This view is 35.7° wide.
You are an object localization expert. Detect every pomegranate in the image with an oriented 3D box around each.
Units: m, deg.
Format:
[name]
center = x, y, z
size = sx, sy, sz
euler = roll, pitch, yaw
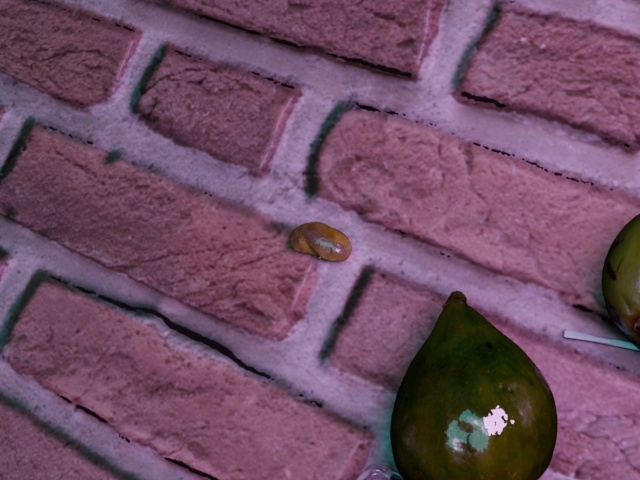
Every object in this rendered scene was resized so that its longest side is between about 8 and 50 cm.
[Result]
[pomegranate]
center = 0.421, 0.030, 1.083
size = 0.247, 0.202, 0.202
euler = -34, 61, -24

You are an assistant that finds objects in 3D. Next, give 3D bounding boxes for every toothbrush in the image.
[toothbrush]
center = 0.380, 0.128, 1.152
size = 0.194, 0.014, 0.017
euler = 13, 83, 25

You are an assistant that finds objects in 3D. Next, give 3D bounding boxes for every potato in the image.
[potato]
center = 0.000, 0.000, 1.329
size = 0.092, 0.045, 0.047
euler = 17, 118, 28

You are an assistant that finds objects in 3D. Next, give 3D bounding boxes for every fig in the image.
[fig]
center = 0.163, 0.177, 1.132
size = 0.195, 0.195, 0.245
euler = -17, 78, 17

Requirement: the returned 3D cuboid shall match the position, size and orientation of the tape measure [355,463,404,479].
[tape measure]
center = 0.031, 0.390, 1.166
size = 0.197, 0.120, 0.236
euler = -15, 62, 9
